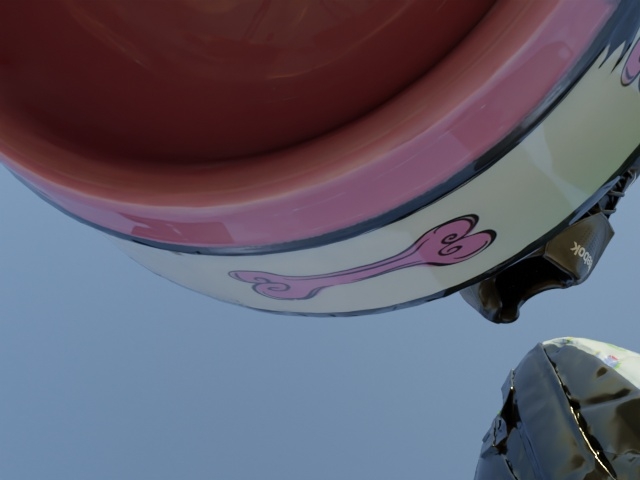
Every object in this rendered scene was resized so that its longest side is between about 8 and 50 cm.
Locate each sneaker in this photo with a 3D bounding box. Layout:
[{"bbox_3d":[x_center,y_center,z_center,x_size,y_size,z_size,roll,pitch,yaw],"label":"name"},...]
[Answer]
[{"bbox_3d":[0.196,-0.019,0.720,0.234,0.078,0.106,-44,-144,17],"label":"sneaker"}]

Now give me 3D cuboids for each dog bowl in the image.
[{"bbox_3d":[-0.023,-0.169,0.426,0.408,0.150,0.408,-2,-96,19],"label":"dog bowl"}]

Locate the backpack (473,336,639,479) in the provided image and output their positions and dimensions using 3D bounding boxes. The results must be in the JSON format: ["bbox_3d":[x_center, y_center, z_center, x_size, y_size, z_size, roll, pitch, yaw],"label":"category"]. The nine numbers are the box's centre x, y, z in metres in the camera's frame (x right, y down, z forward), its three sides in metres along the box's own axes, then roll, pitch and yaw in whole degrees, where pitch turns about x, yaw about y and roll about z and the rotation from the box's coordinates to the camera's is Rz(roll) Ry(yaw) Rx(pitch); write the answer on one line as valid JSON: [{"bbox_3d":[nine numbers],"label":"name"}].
[{"bbox_3d":[0.268,0.236,0.784,0.355,0.273,0.290,40,-63,55],"label":"backpack"}]
